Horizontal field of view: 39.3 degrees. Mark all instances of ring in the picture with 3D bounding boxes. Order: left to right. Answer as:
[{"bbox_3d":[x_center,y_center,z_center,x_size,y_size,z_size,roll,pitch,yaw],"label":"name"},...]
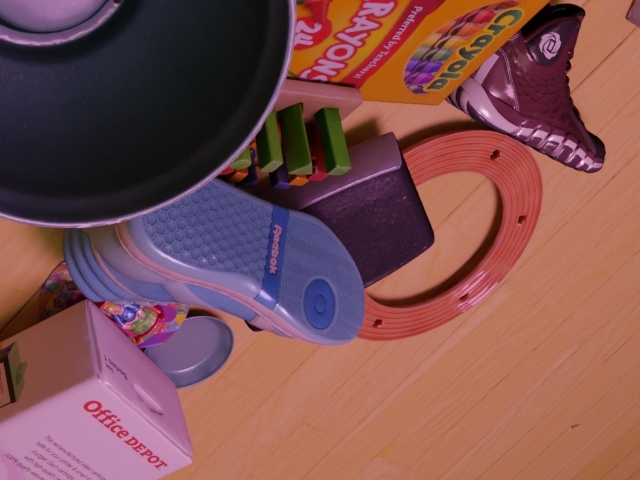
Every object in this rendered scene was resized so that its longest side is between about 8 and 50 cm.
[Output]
[{"bbox_3d":[0.141,-0.003,1.164,0.336,0.032,0.337,-18,134,-20],"label":"ring"}]

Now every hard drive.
[{"bbox_3d":[0.000,0.000,1.025,0.254,0.054,0.172,-26,127,1],"label":"hard drive"}]

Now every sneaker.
[{"bbox_3d":[-0.116,0.028,0.923,0.208,0.127,0.319,-12,146,43],"label":"sneaker"},{"bbox_3d":[0.281,-0.184,1.046,0.281,0.106,0.163,14,110,-43],"label":"sneaker"}]

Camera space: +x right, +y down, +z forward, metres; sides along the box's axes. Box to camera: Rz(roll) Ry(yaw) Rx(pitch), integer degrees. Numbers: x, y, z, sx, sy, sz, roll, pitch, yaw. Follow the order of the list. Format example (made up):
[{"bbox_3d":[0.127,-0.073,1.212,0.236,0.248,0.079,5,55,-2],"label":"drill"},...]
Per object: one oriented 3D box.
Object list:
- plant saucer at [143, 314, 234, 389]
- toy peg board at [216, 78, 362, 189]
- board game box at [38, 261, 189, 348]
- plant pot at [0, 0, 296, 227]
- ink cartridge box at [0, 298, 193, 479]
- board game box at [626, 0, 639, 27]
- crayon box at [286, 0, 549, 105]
[{"bbox_3d":[-0.164,0.132,1.094,0.119,0.021,0.119,-18,134,-20],"label":"plant saucer"},{"bbox_3d":[-0.061,-0.085,0.876,0.161,0.079,0.160,2,159,-33],"label":"toy peg board"},{"bbox_3d":[-0.221,0.080,0.988,0.168,0.033,0.133,-7,124,-19],"label":"board game box"},{"bbox_3d":[-0.191,-0.184,0.677,0.293,0.196,0.293,-18,134,-20],"label":"plant pot"},{"bbox_3d":[-0.309,0.212,0.972,0.278,0.117,0.201,-27,137,5],"label":"ink cartridge box"},{"bbox_3d":[0.539,-0.296,1.079,0.275,0.144,0.142,-5,128,-30],"label":"board game box"},{"bbox_3d":[0.073,-0.216,0.840,0.318,0.081,0.202,-2,156,-31],"label":"crayon box"}]
